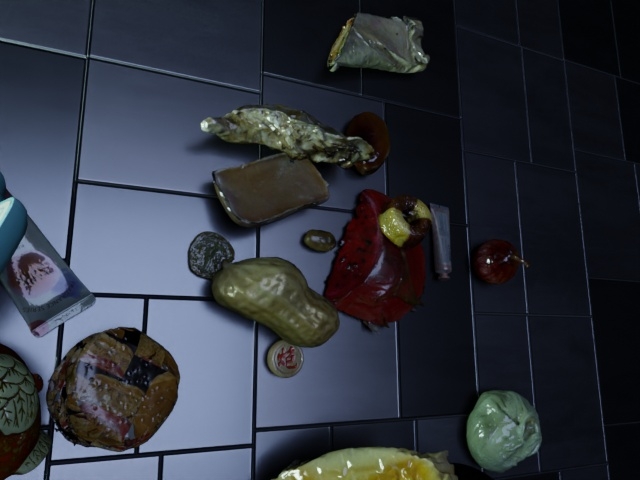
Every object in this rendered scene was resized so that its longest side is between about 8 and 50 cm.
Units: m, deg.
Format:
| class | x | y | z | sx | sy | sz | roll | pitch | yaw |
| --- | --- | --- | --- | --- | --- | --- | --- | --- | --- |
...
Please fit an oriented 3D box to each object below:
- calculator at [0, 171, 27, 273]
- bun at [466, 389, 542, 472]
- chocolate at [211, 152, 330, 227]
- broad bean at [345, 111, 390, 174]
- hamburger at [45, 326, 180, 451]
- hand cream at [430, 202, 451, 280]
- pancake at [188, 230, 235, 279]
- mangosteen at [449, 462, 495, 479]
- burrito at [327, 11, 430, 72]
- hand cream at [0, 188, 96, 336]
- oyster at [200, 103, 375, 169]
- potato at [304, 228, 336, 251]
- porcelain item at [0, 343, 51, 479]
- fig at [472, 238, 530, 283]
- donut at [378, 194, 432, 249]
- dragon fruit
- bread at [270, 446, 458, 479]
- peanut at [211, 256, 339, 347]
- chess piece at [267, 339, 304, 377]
| class | x | y | z | sx | sy | sz | roll | pitch | yaw |
| --- | --- | --- | --- | --- | --- | --- | --- | --- | --- |
| calculator | -0.600 | 0.070 | 0.801 | 0.386 | 0.256 | 0.054 | -53 | 137 | -6 |
| bun | 0.479 | 0.489 | 1.306 | 0.203 | 0.126 | 0.213 | 33 | 68 | -14 |
| chocolate | -0.114 | -0.106 | 1.170 | 0.261 | 0.083 | 0.161 | -18 | 69 | -31 |
| broad bean | 0.121 | -0.252 | 1.312 | 0.114 | 0.084 | 0.165 | -6 | 76 | -21 |
| hamburger | -0.374 | 0.274 | 0.944 | 0.230 | 0.106 | 0.231 | 18 | 61 | -36 |
| hand cream | 0.325 | 0.003 | 1.384 | 0.067 | 0.043 | 0.210 | 11 | 70 | -25 |
| pancake | -0.240 | 0.033 | 1.118 | 0.107 | 0.017 | 0.108 | 4 | 78 | -21 |
| mangosteen | 0.328 | 0.640 | 1.155 | 0.302 | 0.274 | 0.275 | 13 | 70 | -60 |
| burrito | 0.147 | -0.529 | 1.373 | 0.347 | 0.107 | 0.175 | -12 | 69 | -29 |
| hand cream | -0.564 | 0.007 | 0.945 | 0.124 | 0.077 | 0.341 | -36 | 100 | -27 |
| oyster | -0.072 | -0.251 | 1.193 | 0.395 | 0.204 | 0.111 | 11 | 113 | -14 |
| potato | 0.000 | 0.000 | 1.226 | 0.083 | 0.040 | 0.051 | 11 | 70 | -24 |
| porcelain item | -0.545 | 0.277 | 0.836 | 0.252 | 0.253 | 0.253 | 5 | 77 | -24 |
| fig | 0.483 | 0.063 | 1.398 | 0.128 | 0.150 | 0.129 | 1 | 107 | 2 |
| donut | 0.210 | -0.049 | 1.236 | 0.140 | 0.059 | 0.141 | 14 | 55 | -20 |
| dragon fruit | 0.173 | 0.055 | 1.270 | 0.282 | 0.100 | 0.344 | 28 | 70 | -23 |
| bread | 0.086 | 0.542 | 1.009 | 0.387 | 0.183 | 0.236 | -10 | 52 | 13 |
| peanut | -0.083 | 0.124 | 1.092 | 0.291 | 0.159 | 0.143 | 32 | 38 | -16 |
| chess piece | -0.078 | 0.262 | 1.137 | 0.083 | 0.038 | 0.084 | 6 | 76 | -23 |
